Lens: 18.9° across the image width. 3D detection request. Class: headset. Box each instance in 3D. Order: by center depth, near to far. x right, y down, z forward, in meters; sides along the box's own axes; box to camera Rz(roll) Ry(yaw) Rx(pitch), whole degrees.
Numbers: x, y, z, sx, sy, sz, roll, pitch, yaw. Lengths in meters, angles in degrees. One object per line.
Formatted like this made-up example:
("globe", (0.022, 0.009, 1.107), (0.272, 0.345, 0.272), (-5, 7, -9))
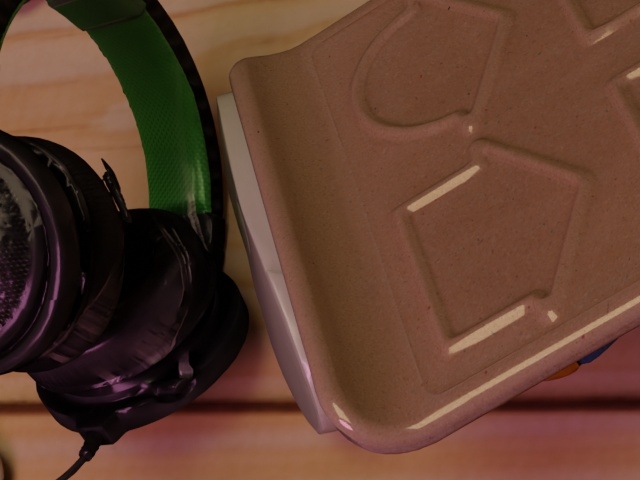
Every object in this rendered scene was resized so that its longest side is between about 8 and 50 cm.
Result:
("headset", (-0.116, 0.026, 1.030), (0.185, 0.243, 0.394), (-7, 67, 28))

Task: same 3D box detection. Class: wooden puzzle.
("wooden puzzle", (0.141, -0.065, 0.978), (0.348, 0.080, 0.322), (-27, 40, 9))

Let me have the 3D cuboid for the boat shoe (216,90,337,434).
("boat shoe", (0.000, 0.000, 1.072), (0.081, 0.079, 0.227), (-13, 56, -6))

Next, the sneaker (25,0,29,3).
("sneaker", (-0.189, -0.228, 1.312), (0.237, 0.085, 0.086), (-27, 29, 21))

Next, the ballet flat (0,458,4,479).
("ballet flat", (-0.312, 0.144, 1.185), (0.248, 0.086, 0.086), (-3, 65, 29))
